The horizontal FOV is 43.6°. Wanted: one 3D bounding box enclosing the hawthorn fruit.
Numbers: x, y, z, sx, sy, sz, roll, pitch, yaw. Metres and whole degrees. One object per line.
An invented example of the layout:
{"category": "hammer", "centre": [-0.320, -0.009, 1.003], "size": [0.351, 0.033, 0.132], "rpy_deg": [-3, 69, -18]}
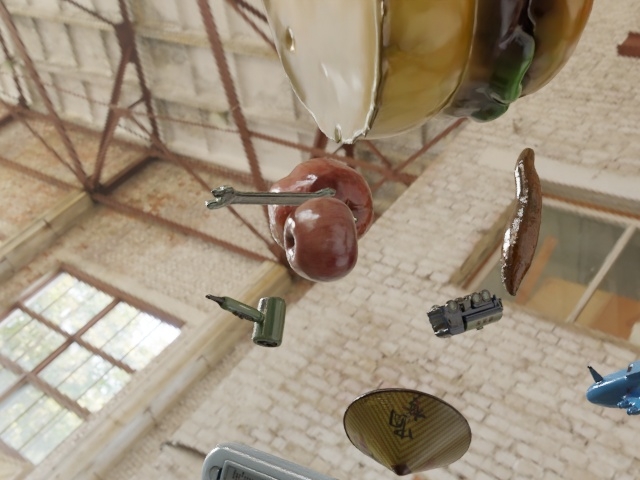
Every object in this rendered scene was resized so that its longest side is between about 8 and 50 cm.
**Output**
{"category": "hawthorn fruit", "centre": [0.019, -0.076, 2.092], "size": [0.287, 0.287, 0.330], "rpy_deg": [59, -16, -21]}

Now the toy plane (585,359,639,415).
{"category": "toy plane", "centre": [0.604, 0.254, 1.470], "size": [0.271, 0.254, 0.105], "rpy_deg": [-19, -70, 41]}

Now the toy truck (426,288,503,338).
{"category": "toy truck", "centre": [0.345, 0.173, 1.881], "size": [0.074, 0.201, 0.088], "rpy_deg": [-26, -101, 55]}

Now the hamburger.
{"category": "hamburger", "centre": [0.106, -0.295, 0.831], "size": [0.396, 0.277, 0.396], "rpy_deg": [162, -90, -75]}

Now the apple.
{"category": "apple", "centre": [0.000, 0.000, 1.391], "size": [0.153, 0.119, 0.154], "rpy_deg": [176, -90, -76]}

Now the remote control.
{"category": "remote control", "centre": [-0.059, 0.321, 1.017], "size": [0.244, 0.087, 0.047], "rpy_deg": [8, -10, 36]}

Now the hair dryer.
{"category": "hair dryer", "centre": [-0.115, 0.107, 1.205], "size": [0.150, 0.071, 0.047], "rpy_deg": [27, -33, -36]}

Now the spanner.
{"category": "spanner", "centre": [-0.084, -0.075, 1.442], "size": [0.071, 0.302, 0.017], "rpy_deg": [-39, -114, 37]}

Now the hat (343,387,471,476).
{"category": "hat", "centre": [0.120, 0.305, 1.160], "size": [0.193, 0.082, 0.193], "rpy_deg": [8, -49, 10]}

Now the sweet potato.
{"category": "sweet potato", "centre": [0.321, -0.031, 1.264], "size": [0.057, 0.265, 0.057], "rpy_deg": [13, -26, 7]}
